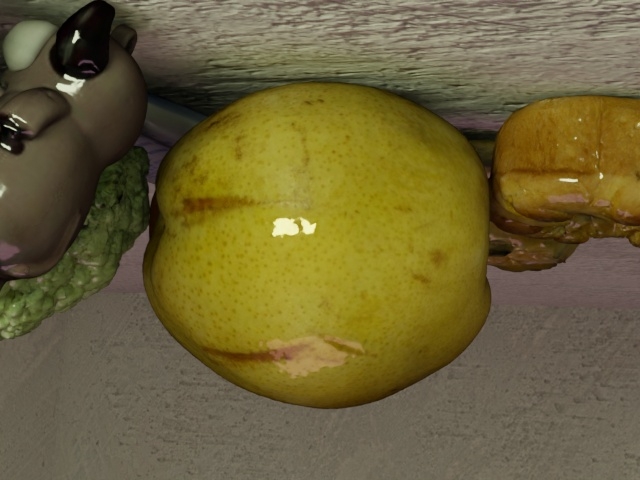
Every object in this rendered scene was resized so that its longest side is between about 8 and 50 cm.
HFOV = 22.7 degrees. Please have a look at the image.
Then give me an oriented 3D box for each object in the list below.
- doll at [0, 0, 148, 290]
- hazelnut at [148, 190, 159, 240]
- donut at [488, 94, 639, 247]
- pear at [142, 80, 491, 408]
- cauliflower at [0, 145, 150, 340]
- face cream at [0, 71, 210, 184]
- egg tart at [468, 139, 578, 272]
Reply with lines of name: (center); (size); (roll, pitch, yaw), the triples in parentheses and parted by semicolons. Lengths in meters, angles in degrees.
doll: (-0.214, -0.065, 1.208); (0.117, 0.257, 0.182); (23, 157, 4)
hazelnut: (-0.101, 0.000, 1.909); (0.251, 0.217, 0.217); (30, -169, 38)
donut: (0.257, -0.058, 1.428); (0.226, 0.114, 0.226); (5, 173, 1)
pear: (0.000, 0.000, 1.412); (0.314, 0.314, 0.314); (5, 174, 1)
cauliflower: (-0.289, -0.044, 1.419); (0.272, 0.250, 0.275); (-34, -176, -18)
face cream: (-0.150, -0.084, 1.593); (0.420, 0.137, 0.235); (19, 166, -34)
egg tart: (0.172, -0.033, 1.702); (0.315, 0.120, 0.315); (6, 173, 1)
